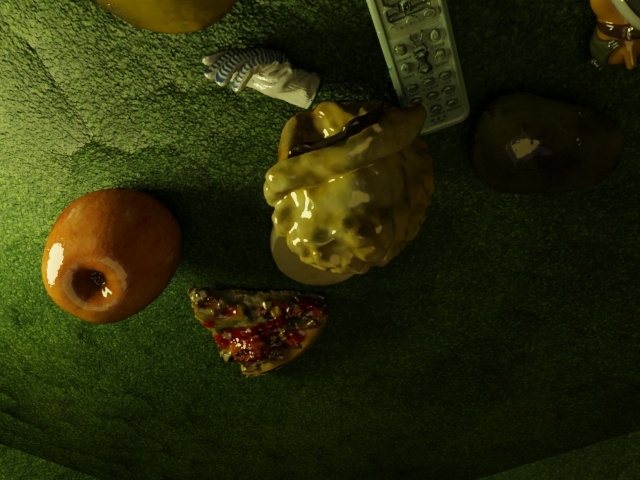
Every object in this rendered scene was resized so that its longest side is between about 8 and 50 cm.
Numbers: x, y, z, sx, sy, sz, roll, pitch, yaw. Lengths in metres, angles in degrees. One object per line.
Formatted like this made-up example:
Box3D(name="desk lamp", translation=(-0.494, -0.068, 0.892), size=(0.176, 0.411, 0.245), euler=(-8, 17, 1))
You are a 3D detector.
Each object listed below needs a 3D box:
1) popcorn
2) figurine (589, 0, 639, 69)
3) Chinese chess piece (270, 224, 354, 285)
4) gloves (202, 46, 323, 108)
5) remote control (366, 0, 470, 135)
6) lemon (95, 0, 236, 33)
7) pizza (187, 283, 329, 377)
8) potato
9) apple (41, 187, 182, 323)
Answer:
Box3D(name="popcorn", translation=(0.058, -0.119, 0.844), size=(0.349, 0.349, 0.382), euler=(1, 157, 0))
Box3D(name="figurine", translation=(0.508, -0.403, 0.783), size=(0.250, 0.166, 0.141), euler=(44, 160, -3))
Box3D(name="Chinese chess piece", translation=(0.000, 0.000, 1.119), size=(0.250, 0.097, 0.251), euler=(0, 131, 0))
Box3D(name="gloves", translation=(-0.109, -0.314, 0.858), size=(0.229, 0.097, 0.119), euler=(7, 175, -15))
Box3D(name="remote control", translation=(0.181, -0.357, 0.833), size=(0.128, 0.066, 0.335), euler=(-16, 128, 17))
Box3D(name="lemon", translation=(-0.232, -0.445, 0.626), size=(0.297, 0.297, 0.297), euler=(0, 130, 1))
Box3D(name="pizza", translation=(-0.223, 0.264, 1.328), size=(0.406, 0.130, 0.440), euler=(28, 125, -24))
Box3D(name="potato", translation=(0.447, -0.184, 0.907), size=(0.307, 0.173, 0.210), euler=(5, 128, 0))
Box3D(name="apple", translation=(-0.480, 0.037, 1.048), size=(0.299, 0.275, 0.299), euler=(1, 125, 1))
